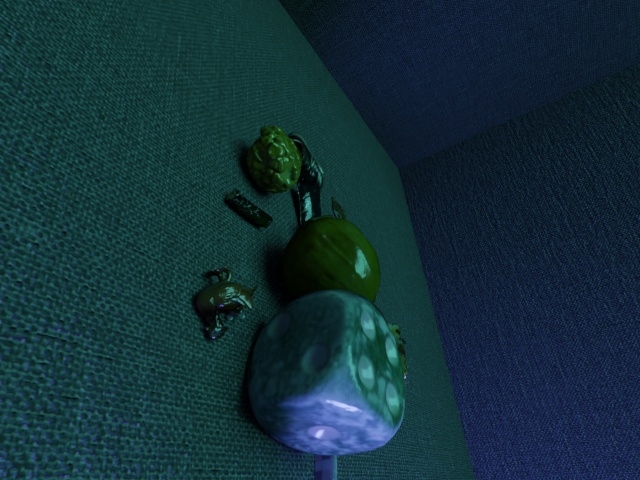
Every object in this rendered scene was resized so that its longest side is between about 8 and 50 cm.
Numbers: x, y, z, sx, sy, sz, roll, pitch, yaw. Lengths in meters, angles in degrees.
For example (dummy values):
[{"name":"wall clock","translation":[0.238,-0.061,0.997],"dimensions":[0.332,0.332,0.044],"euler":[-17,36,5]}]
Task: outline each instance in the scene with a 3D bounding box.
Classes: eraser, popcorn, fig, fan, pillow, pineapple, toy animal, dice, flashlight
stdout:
[{"name":"eraser","translation":[0.016,0.659,1.242],"dimensions":[0.026,0.065,0.105],"euler":[48,31,-41]},{"name":"popcorn","translation":[-0.163,-0.287,1.526],"dimensions":[0.217,0.181,0.235],"euler":[-7,81,-68]},{"name":"fig","translation":[0.045,0.097,1.417],"dimensions":[0.343,0.343,0.343],"euler":[47,32,-40]},{"name":"fan","translation":[0.096,-0.111,2.141],"dimensions":[0.152,0.008,0.226],"euler":[50,29,-37]},{"name":"pillow","translation":[-0.044,-0.135,1.769],"dimensions":[0.141,0.055,0.208],"euler":[7,74,-48]},{"name":"pineapple","translation":[0.220,0.528,1.712],"dimensions":[0.344,0.209,0.286],"euler":[-81,179,-68]},{"name":"toy animal","translation":[-0.234,0.161,1.099],"dimensions":[0.188,0.089,0.179],"euler":[3,71,-43]},{"name":"dice","translation":[0.024,0.361,1.172],"dimensions":[0.328,0.330,0.348],"euler":[51,32,-32]},{"name":"flashlight","translation":[-0.240,0.167,1.162],"dimensions":[0.052,0.031,0.110],"euler":[-1,60,-26]}]

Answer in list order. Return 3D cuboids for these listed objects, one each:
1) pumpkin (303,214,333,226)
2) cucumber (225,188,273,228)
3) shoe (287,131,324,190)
[{"name":"pumpkin","translation":[-0.016,-0.007,1.668],"dimensions":[0.110,0.217,0.217],"euler":[15,46,-14]},{"name":"cucumber","translation":[-0.230,-0.100,1.378],"dimensions":[0.187,0.058,0.058],"euler":[39,37,-47]},{"name":"shoe","translation":[-0.076,-0.331,1.826],"dimensions":[0.291,0.114,0.137],"euler":[63,19,-6]}]
